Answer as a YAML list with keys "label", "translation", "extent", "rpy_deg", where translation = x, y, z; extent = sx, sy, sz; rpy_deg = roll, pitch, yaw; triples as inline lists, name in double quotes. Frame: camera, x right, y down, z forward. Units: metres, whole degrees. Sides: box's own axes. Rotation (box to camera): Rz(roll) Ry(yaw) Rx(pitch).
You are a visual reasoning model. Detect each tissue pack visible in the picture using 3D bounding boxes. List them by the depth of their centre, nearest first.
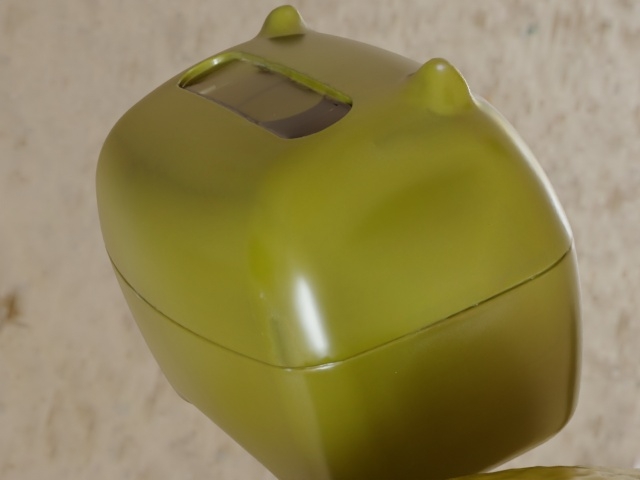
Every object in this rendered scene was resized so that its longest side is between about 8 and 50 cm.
- label: "tissue pack"
  translation: [0.000, 0.000, 0.634]
  extent: [0.123, 0.178, 0.127]
  rpy_deg: [-26, 114, -18]

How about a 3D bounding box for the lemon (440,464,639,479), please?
- label: "lemon"
  translation: [0.079, 0.225, 0.489]
  extent: [0.348, 0.348, 0.348]
  rpy_deg: [12, 90, -67]
